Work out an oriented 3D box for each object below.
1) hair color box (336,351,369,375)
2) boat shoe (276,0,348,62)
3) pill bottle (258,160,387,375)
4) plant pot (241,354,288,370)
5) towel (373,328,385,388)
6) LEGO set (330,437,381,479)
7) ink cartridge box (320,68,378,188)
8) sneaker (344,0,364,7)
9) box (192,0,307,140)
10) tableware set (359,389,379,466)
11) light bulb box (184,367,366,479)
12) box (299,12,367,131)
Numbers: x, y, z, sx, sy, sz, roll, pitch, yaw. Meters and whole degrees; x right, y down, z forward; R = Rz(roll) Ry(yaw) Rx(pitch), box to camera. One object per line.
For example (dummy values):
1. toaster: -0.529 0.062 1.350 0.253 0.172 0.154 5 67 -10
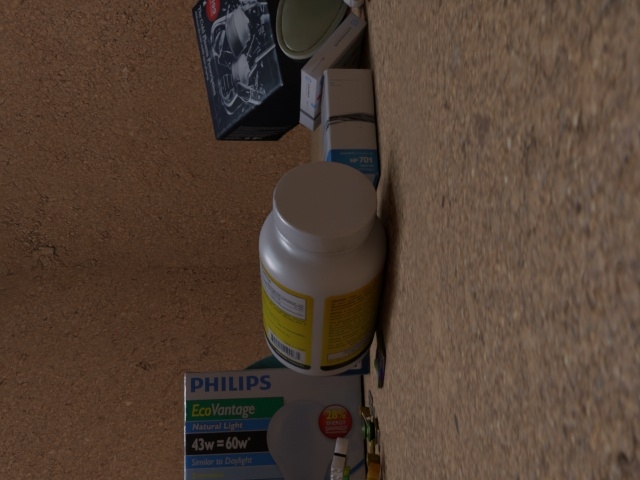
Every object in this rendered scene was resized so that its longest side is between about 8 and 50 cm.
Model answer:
1. hair color box: 0.030 0.068 1.423 0.174 0.105 0.347 -120 28 -85
2. boat shoe: 0.002 -0.440 1.362 0.113 0.127 0.339 71 -157 -61
3. pill bottle: 0.003 0.047 1.131 0.333 0.188 0.187 93 175 -50
4. plant pot: -0.074 0.458 2.069 0.293 0.293 0.235 -107 1 -80
5. towel: 0.092 0.186 1.176 0.060 0.010 0.083 -96 6 -51
6. LEGO set: 0.055 0.437 1.231 0.093 0.087 0.227 -72 -13 -49
7. ink cartridge box: 0.045 -0.165 1.229 0.139 0.082 0.190 98 172 -71
8. sneaker: 0.000 -0.493 1.247 0.094 0.153 0.234 98 170 -78
9. box: -0.122 -0.437 1.681 0.313 0.179 0.343 -25 74 51
10. tableware set: 0.083 0.337 1.307 0.154 0.024 0.104 -102 10 -72
11. light bulb box: -0.092 0.443 1.526 0.225 0.358 0.360 109 158 -76
12. box: 0.020 -0.294 1.325 0.145 0.038 0.186 -51 -11 -17
